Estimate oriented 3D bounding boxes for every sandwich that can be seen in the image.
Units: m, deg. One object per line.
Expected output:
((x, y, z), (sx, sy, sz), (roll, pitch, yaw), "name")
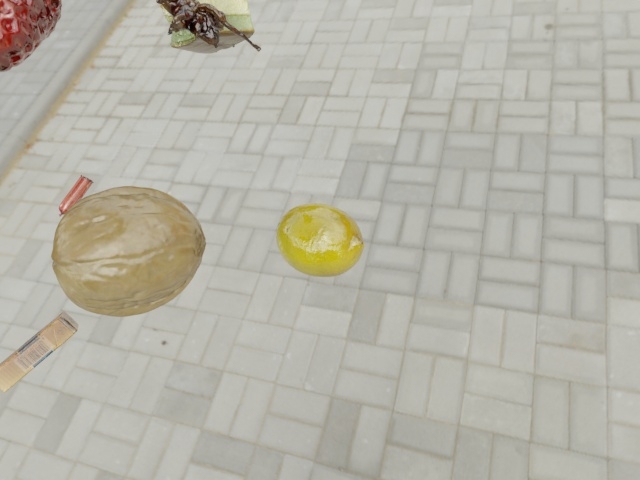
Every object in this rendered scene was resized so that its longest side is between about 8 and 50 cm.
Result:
((-0.298, -0.527, 1.257), (0.186, 0.108, 0.220), (-19, 13, -36), "sandwich")

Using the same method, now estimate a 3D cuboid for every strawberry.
((-0.488, -0.328, 0.749), (0.205, 0.205, 0.244), (-25, 60, -4), "strawberry")

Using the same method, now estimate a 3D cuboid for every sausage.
((-0.765, -0.134, 1.589), (0.050, 0.048, 0.145), (25, 76, 25), "sausage")

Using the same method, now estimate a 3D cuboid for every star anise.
((-0.195, -0.385, 0.910), (0.070, 0.190, 0.097), (-38, 41, 38), "star anise")

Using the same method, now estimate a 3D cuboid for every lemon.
((-0.004, -0.001, 1.565), (0.236, 0.236, 0.263), (-38, 57, -14), "lemon")

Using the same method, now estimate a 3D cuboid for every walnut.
((-0.397, 0.019, 1.086), (0.312, 0.277, 0.252), (-11, 65, -30), "walnut")

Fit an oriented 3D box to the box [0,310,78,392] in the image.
((-0.807, 0.308, 1.453), (0.237, 0.070, 0.152), (-42, 14, -21), "box")
